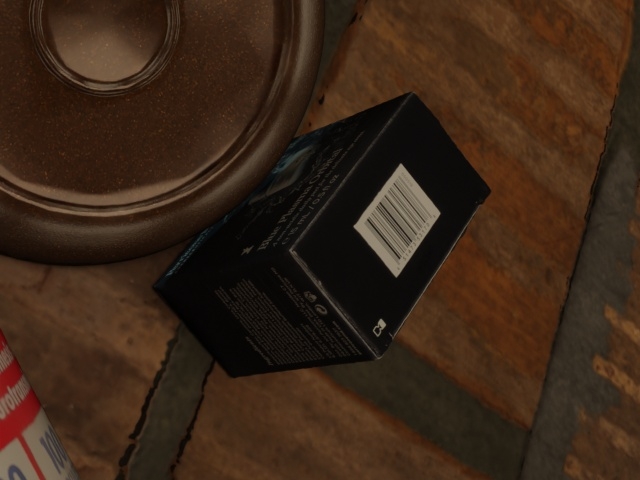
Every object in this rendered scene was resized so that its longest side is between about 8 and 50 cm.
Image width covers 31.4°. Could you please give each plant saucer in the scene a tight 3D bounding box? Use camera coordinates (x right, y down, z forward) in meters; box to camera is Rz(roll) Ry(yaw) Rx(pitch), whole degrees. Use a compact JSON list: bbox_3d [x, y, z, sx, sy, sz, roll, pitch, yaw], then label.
[{"bbox_3d":[-0.130,-0.131,0.669,0.311,0.050,0.310,-6,106,-22],"label":"plant saucer"}]

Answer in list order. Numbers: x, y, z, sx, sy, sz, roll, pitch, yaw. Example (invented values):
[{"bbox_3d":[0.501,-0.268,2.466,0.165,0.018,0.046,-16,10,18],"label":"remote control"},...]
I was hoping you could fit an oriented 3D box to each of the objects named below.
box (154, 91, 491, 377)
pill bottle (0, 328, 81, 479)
[{"bbox_3d":[0.000,0.000,0.750,0.093,0.158,0.156,50,55,-18],"label":"box"},{"bbox_3d":[-0.280,0.018,0.486,0.229,0.229,0.407,-32,100,-38],"label":"pill bottle"}]
